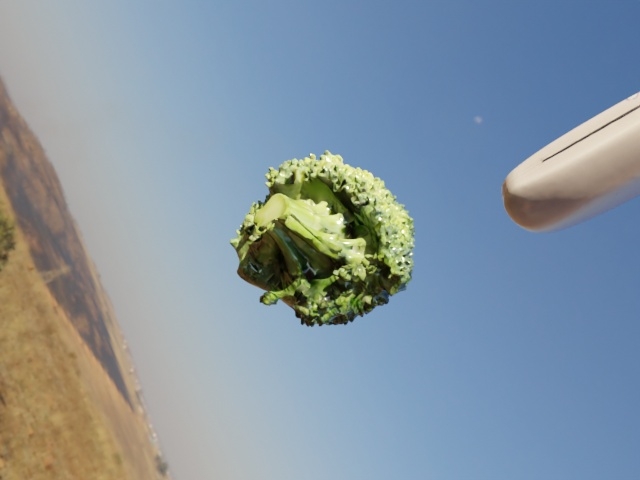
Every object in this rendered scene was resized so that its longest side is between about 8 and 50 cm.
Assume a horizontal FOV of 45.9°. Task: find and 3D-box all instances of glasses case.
[{"bbox_3d":[0.364,-0.102,0.933,0.113,0.297,0.075,37,35,-34],"label":"glasses case"}]

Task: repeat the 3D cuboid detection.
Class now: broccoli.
[{"bbox_3d":[0.003,0.001,0.880,0.197,0.176,0.226,-65,-164,6],"label":"broccoli"}]
